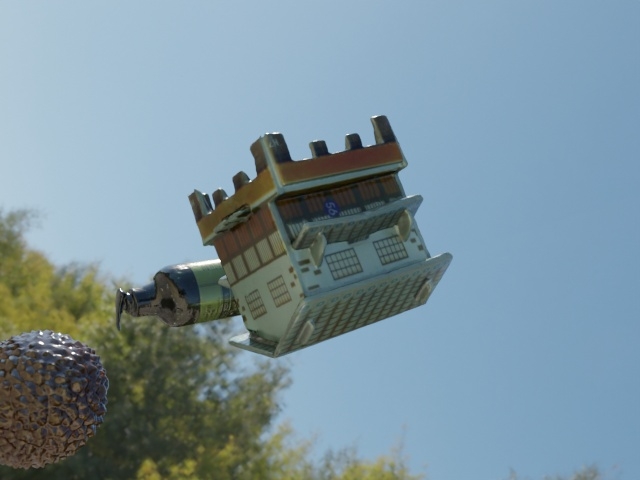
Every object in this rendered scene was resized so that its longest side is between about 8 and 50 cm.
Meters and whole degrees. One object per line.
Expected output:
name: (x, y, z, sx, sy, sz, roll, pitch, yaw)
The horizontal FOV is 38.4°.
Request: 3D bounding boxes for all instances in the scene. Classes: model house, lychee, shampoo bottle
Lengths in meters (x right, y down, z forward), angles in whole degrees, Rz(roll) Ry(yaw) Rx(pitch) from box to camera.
model house: (0.000, 0.000, 1.027, 0.198, 0.224, 0.215, -27, -100, 51)
lychee: (-0.390, 0.217, 1.256, 0.238, 0.200, 0.200, -12, -66, 41)
shampoo bottle: (-0.195, 0.083, 1.483, 0.101, 0.284, 0.101, 20, -66, 56)
